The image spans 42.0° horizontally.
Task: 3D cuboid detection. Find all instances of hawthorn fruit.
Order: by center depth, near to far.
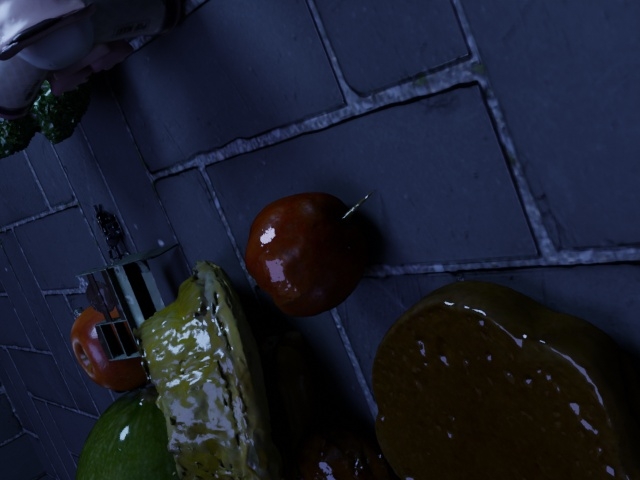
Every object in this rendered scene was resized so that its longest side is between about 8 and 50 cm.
[{"bbox_3d":[-0.013,0.010,0.824,0.125,0.125,0.140,57,150,8],"label":"hawthorn fruit"}]

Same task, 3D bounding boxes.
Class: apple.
[{"bbox_3d":[-0.333,0.172,1.379,0.163,0.139,0.163,20,117,45],"label":"apple"}]

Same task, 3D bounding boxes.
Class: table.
[{"bbox_3d":[-0.266,0.095,1.249,0.175,0.062,0.146,-12,104,34],"label":"table"}]

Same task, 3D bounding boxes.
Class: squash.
[{"bbox_3d":[-0.290,0.395,1.351,0.310,0.310,0.308,10,120,52],"label":"squash"}]

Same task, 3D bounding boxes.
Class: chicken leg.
[{"bbox_3d":[0.094,0.319,0.952,0.304,0.093,0.113,36,158,23],"label":"chicken leg"}]

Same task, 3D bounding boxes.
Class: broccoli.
[{"bbox_3d":[-0.435,-0.258,1.104,0.308,0.275,0.307,1,92,32],"label":"broccoli"}]

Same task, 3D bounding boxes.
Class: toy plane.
[{"bbox_3d":[-0.343,-0.004,1.369,0.049,0.031,0.120,-7,106,62],"label":"toy plane"}]

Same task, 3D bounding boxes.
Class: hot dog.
[{"bbox_3d":[-0.033,0.230,1.069,0.100,0.068,0.249,36,139,55],"label":"hot dog"}]

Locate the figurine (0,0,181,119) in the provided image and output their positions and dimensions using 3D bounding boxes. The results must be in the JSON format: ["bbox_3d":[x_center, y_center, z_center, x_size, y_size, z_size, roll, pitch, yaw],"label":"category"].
[{"bbox_3d":[-0.327,-0.339,0.903,0.361,0.253,0.211,61,168,11],"label":"figurine"}]

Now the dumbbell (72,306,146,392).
[{"bbox_3d":[-0.383,0.211,1.542,0.254,0.082,0.081,43,144,25],"label":"dumbbell"}]

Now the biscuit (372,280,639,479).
[{"bbox_3d":[0.187,0.219,0.744,0.381,0.074,0.359,53,149,9],"label":"biscuit"}]

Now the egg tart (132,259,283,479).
[{"bbox_3d":[-0.146,0.194,1.055,0.345,0.133,0.345,164,90,-77],"label":"egg tart"}]
